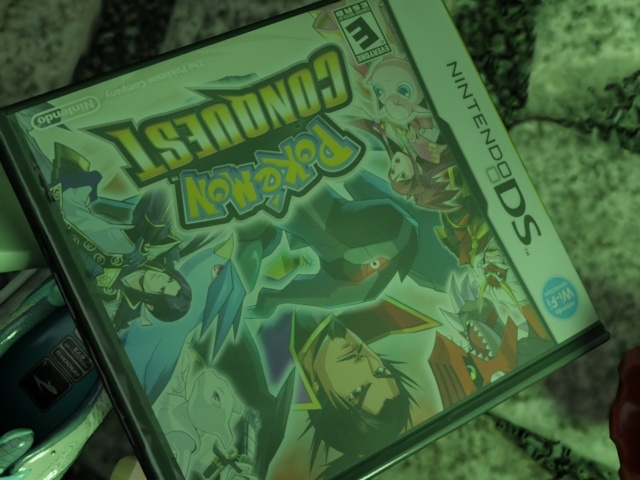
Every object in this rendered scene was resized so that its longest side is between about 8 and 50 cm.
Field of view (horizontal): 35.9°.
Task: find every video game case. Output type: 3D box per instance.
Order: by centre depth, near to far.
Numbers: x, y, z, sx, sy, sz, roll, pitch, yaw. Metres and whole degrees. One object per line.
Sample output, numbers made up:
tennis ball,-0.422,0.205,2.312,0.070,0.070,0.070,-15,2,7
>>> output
video game case,0.000,0.000,0.540,0.274,0.035,0.248,-24,87,-24

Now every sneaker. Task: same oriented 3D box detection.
sneaker,-0.192,0.115,0.560,0.110,0.122,0.283,36,90,4

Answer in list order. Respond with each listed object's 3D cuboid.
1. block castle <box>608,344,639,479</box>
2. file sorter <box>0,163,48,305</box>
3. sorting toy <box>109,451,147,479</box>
block castle,0.226,0.212,0.376,0.212,0.453,0.303,6,89,-4
file sorter,-0.309,-0.045,0.540,0.173,0.193,0.278,-40,87,4
sorting toy,-0.025,0.276,0.562,0.257,0.089,0.256,19,89,4
